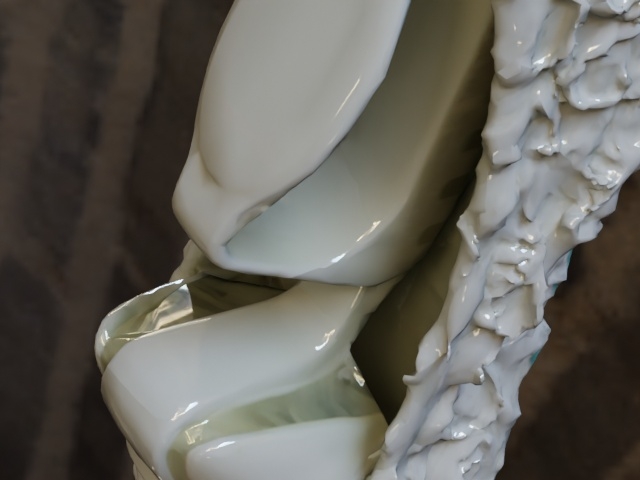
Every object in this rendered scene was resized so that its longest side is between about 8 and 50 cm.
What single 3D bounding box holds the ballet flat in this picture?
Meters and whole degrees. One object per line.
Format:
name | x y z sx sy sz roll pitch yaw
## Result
ballet flat | 0.000 0.000 0.580 0.147 0.147 0.409 -98 -156 -49
